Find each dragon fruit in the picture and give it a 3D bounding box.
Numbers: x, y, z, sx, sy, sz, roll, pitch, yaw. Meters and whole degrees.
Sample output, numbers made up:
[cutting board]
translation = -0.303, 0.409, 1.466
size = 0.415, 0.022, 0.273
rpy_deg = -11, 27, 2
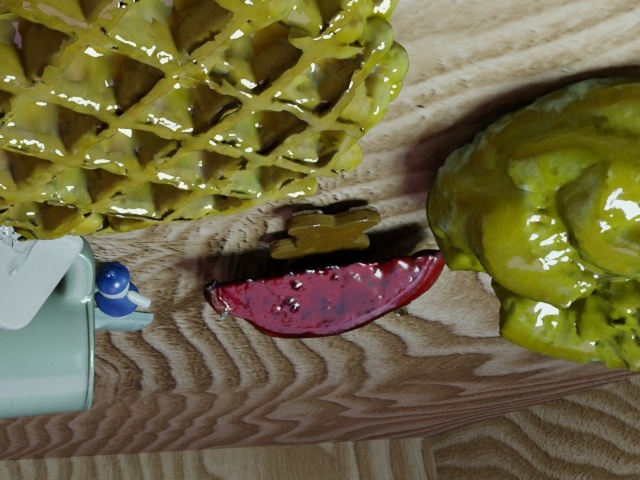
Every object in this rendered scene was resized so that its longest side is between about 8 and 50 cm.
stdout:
[dragon fruit]
translation = 0.018, 0.089, 1.262
size = 0.344, 0.100, 0.282
rpy_deg = -10, 174, 2

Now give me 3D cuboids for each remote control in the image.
[remote control]
translation = -0.348, 0.129, 1.366
size = 0.162, 0.029, 0.061
rpy_deg = 11, 154, -43

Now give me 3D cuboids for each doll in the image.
[doll]
translation = -0.286, 0.070, 1.196
size = 0.099, 0.057, 0.143
rpy_deg = 14, 157, -1

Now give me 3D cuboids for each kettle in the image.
[kettle]
translation = -0.454, 0.107, 1.088
size = 0.318, 0.265, 0.205
rpy_deg = 1, -170, -22

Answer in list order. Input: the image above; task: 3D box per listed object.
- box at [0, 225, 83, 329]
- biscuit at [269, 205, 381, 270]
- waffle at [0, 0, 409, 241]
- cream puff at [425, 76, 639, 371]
[box]
translation = -0.390, 0.008, 0.894
size = 0.142, 0.044, 0.285
rpy_deg = -54, 142, 6
[biscuit]
translation = 0.000, -0.001, 1.148
size = 0.138, 0.031, 0.205
rpy_deg = -6, 161, -10
[waffle]
translation = -0.121, -0.098, 0.598
size = 0.382, 0.095, 0.379
rpy_deg = -13, 160, -2
[cream puff]
translation = 0.316, 0.006, 0.948
size = 0.378, 0.275, 0.378
rpy_deg = -4, 158, -2
